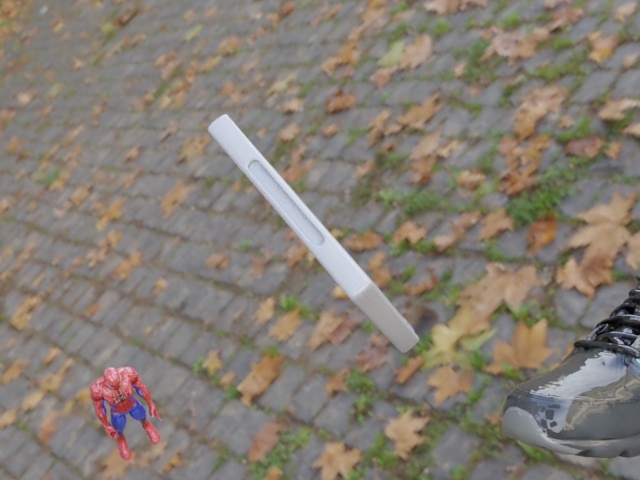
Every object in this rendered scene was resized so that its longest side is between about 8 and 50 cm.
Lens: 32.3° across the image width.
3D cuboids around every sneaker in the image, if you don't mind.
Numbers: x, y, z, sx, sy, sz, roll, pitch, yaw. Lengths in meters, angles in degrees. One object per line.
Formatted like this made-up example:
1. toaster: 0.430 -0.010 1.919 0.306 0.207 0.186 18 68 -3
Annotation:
1. sneaker: 0.221 0.072 0.762 0.267 0.106 0.101 -14 16 -38

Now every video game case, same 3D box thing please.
1. video game case: 0.000 0.000 0.895 0.023 0.201 0.183 -41 68 0

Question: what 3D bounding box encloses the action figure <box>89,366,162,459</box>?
1. action figure: -0.132 0.115 0.748 0.038 0.115 0.030 -24 58 -13
